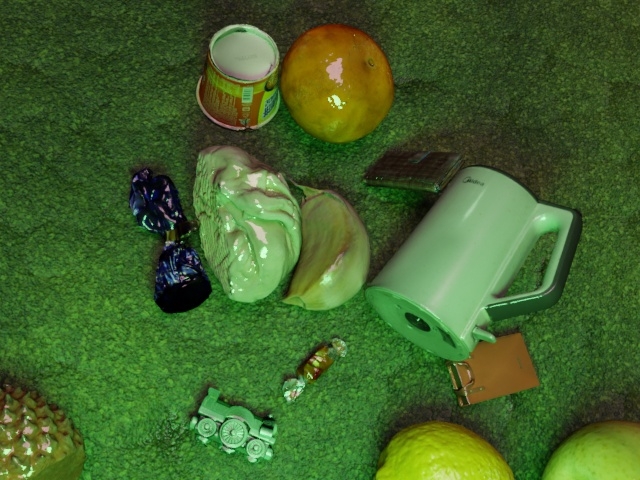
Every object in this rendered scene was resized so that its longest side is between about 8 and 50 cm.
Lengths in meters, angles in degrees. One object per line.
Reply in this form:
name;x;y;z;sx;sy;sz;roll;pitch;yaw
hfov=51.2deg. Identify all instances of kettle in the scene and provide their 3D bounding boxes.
kettle;0.338;0.050;1.414;0.361;0.250;0.376;17;63;45

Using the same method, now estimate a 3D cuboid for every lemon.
lemon;0.244;0.480;1.283;0.311;0.253;0.253;23;64;-20

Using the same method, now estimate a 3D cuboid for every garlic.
garlic;0.014;-0.010;1.500;0.196;0.151;0.338;0;66;2

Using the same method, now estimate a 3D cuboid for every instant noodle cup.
instant noodle cup;-0.188;-0.394;1.589;0.214;0.174;0.213;4;66;-10

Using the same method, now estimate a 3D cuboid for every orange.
orange;0.044;-0.371;1.588;0.284;0.226;0.283;11;70;-33

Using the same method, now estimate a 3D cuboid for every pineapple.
pineapple;-0.604;0.330;1.200;0.357;0.222;0.223;39;65;14

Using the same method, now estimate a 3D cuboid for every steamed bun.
steamed bun;-0.143;-0.044;1.420;0.206;0.275;0.319;-8;105;-27

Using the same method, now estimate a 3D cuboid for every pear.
pear;0.596;0.526;1.293;0.349;0.348;0.348;4;67;-10

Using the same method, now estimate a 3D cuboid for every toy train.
toy train;-0.169;0.375;1.336;0.178;0.071;0.104;23;55;-1

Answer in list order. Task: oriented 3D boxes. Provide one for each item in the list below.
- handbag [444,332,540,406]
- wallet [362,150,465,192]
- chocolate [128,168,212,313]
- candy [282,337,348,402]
handbag;0.379;0.288;1.491;0.190;0.063;0.127;-9;70;-18
wallet;0.216;-0.164;1.575;0.124;0.230;0.042;-47;123;-26
chocolate;-0.325;-0.016;1.449;0.148;0.126;0.343;-30;64;17
candy;-0.011;0.270;1.423;0.182;0.046;0.053;-40;83;-25
